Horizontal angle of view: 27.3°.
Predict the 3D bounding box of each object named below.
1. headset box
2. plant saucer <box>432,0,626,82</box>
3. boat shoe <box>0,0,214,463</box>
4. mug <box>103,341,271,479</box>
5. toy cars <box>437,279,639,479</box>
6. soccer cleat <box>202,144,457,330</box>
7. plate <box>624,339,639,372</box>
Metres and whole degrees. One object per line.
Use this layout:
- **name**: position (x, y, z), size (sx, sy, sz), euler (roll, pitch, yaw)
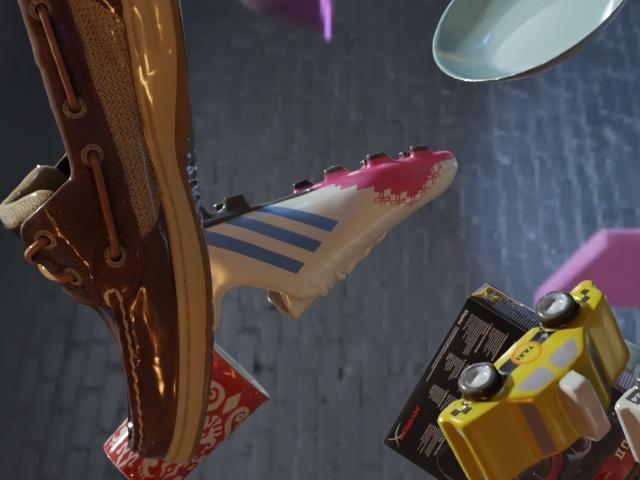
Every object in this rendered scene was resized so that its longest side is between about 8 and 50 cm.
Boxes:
- **headset box**: position (0.257, 0.221, 1.564), size (0.218, 0.293, 0.110), euler (-62, -13, 16)
- **plant saucer**: position (0.187, -0.192, 1.109), size (0.037, 0.195, 0.195), euler (49, -153, -32)
- **boat shoe**: position (-0.139, -0.022, 0.826), size (0.123, 0.123, 0.342), euler (-133, 38, -72)
- **mug**: position (-0.156, 0.200, 1.504), size (0.169, 0.113, 0.150), euler (-47, 8, -4)
- **toy cars**: position (0.280, 0.128, 1.143), size (0.087, 0.393, 0.176), euler (26, 110, 52)
- **soccer cleat**: position (0.000, 0.000, 1.406), size (0.116, 0.331, 0.143), euler (166, 87, -80)
- **plate**: position (0.424, 0.188, 1.831), size (0.024, 0.188, 0.188), euler (-54, -17, -18)
